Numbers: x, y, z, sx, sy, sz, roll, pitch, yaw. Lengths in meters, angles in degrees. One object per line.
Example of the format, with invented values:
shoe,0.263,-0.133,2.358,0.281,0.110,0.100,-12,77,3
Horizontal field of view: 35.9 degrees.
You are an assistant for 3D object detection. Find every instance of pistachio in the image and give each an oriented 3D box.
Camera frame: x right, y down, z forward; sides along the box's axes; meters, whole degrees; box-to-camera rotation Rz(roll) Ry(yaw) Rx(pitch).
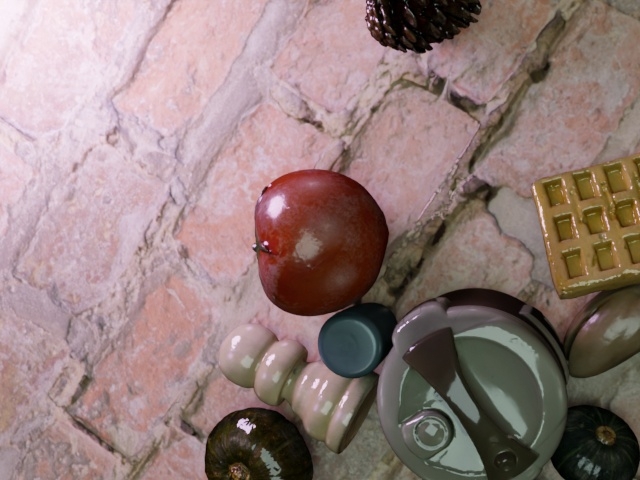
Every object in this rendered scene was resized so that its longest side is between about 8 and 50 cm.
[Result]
pistachio,0.519,0.155,1.735,0.226,0.136,0.136,-44,86,18

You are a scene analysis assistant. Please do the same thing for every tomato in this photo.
tomato,0.000,0.000,1.763,0.265,0.265,0.265,1,96,12

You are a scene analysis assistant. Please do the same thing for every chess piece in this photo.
chess piece,-0.052,0.256,1.857,0.299,0.167,0.167,28,101,14

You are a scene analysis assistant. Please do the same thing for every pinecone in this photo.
pinecone,0.178,-0.414,1.711,0.204,0.184,0.179,-5,134,23

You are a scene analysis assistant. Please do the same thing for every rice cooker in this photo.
rice cooker,0.263,0.246,1.691,0.335,0.325,0.335,1,96,12

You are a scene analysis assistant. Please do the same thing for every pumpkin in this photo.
pumpkin,0.481,0.369,1.745,0.167,0.125,0.167,2,58,-3
pumpkin,-0.117,0.426,1.881,0.223,0.157,0.224,6,103,27

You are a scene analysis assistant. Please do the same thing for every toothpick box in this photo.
toothpick box,0.075,0.175,1.800,0.120,0.184,0.120,2,97,17

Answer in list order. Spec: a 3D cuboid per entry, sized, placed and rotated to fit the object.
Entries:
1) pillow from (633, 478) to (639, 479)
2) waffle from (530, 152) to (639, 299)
pillow,0.563,0.564,1.790,0.280,0.076,0.274,16,92,15
waffle,0.507,-0.028,1.711,0.248,0.055,0.221,-15,69,12
